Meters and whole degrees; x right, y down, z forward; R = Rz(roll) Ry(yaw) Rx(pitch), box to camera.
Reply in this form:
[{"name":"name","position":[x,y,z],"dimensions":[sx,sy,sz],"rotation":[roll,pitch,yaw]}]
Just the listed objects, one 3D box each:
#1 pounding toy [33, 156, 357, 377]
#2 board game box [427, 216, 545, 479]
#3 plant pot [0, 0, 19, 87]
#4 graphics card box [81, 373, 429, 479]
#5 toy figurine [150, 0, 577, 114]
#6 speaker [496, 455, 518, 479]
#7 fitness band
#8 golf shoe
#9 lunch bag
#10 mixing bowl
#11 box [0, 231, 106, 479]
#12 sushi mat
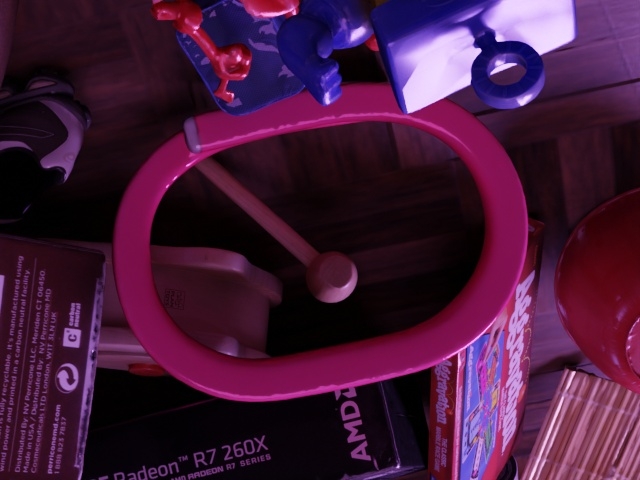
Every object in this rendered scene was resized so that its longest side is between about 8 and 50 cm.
[{"name":"pounding toy","position":[-0.106,0.026,1.203],"dimensions":[0.269,0.155,0.154],"rotation":[4,165,2]},{"name":"board game box","position":[0.133,0.124,1.290],"dimensions":[0.027,0.145,0.281],"rotation":[22,141,22]},{"name":"plant pot","position":[-0.278,-0.096,0.918],"dimensions":[0.215,0.230,0.215],"rotation":[-7,133,-8]},{"name":"graphics card box","position":[-0.102,0.188,1.280],"dimensions":[0.370,0.094,0.233],"rotation":[-15,169,10]},{"name":"toy figurine","position":[0.097,-0.142,0.886],"dimensions":[0.362,0.217,0.191],"rotation":[-22,137,-4]},{"name":"speaker","position":[0.162,0.254,1.484],"dimensions":[0.055,0.055,0.136],"rotation":[-8,136,2]},{"name":"fitness band","position":[0.000,0.000,1.093],"dimensions":[0.290,0.209,0.054],"rotation":[-11,180,-5]},{"name":"golf shoe","position":[-0.252,-0.045,1.092],"dimensions":[0.198,0.094,0.077],"rotation":[-25,135,20]},{"name":"lunch bag","position":[-0.049,-0.136,1.041],"dimensions":[0.067,0.065,0.098],"rotation":[-19,127,15]},{"name":"mixing bowl","position":[0.276,0.057,1.221],"dimensions":[0.181,0.098,0.181],"rotation":[1,118,2]},{"name":"box","position":[-0.278,0.074,1.062],"dimensions":[0.203,0.169,0.167],"rotation":[2,174,43]},{"name":"sushi mat","position":[0.237,0.272,1.412],"dimensions":[0.151,0.019,0.317],"rotation":[21,107,8]}]
